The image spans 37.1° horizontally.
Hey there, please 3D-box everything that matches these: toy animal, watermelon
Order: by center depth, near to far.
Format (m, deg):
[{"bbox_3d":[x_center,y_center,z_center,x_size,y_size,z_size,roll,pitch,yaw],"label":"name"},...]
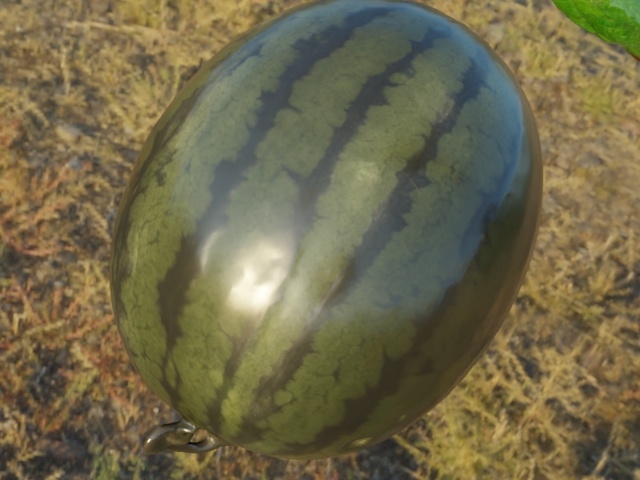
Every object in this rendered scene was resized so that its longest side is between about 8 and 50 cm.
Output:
[{"bbox_3d":[0.164,-0.113,0.473,0.217,0.041,0.075,22,44,-32],"label":"toy animal"},{"bbox_3d":[0.000,0.000,0.673,0.279,0.359,0.279,29,-4,2],"label":"watermelon"}]
